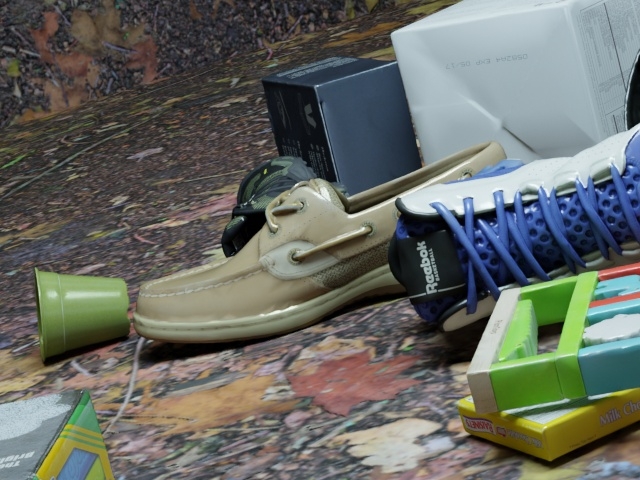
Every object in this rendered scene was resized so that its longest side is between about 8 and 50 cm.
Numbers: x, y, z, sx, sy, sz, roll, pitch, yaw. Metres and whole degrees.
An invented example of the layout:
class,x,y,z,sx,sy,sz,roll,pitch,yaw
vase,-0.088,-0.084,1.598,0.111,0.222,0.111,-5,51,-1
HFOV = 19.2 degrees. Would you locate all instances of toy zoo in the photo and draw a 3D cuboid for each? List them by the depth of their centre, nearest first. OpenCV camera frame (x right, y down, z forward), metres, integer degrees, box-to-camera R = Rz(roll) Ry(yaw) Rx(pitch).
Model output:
class,x,y,z,sx,sy,sz,roll,pitch,yaw
toy zoo,0.248,0.041,1.197,0.293,0.030,0.192,-12,11,15

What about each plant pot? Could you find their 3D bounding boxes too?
class,x,y,z,sx,sy,sz,roll,pitch,yaw
plant pot,-0.209,0.062,1.668,0.079,0.083,0.083,-5,11,-12

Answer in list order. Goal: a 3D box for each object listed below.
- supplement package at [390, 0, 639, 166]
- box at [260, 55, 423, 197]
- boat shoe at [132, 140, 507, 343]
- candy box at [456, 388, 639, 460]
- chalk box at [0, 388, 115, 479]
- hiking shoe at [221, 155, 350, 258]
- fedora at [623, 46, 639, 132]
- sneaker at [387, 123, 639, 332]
class,x,y,z,sx,sy,sz,roll,pitch,yaw
supplement package,0.240,-0.144,1.729,0.199,0.198,0.262,-3,18,43
box,0.024,-0.094,1.856,0.093,0.156,0.158,-18,14,-18
boat shoe,0.000,0.000,1.592,0.341,0.110,0.121,-15,13,-2
candy box,0.199,0.084,1.204,0.205,0.027,0.105,-20,11,-22
chalk box,-0.187,0.185,1.000,0.132,0.132,0.213,-12,14,10
hiking shoe,-0.051,-0.025,1.807,0.114,0.086,0.227,-16,14,-20
fedora,0.357,-0.142,1.375,0.334,0.152,0.334,-15,51,20
sneaker,0.160,0.001,1.369,0.182,0.128,0.315,-22,6,-39
